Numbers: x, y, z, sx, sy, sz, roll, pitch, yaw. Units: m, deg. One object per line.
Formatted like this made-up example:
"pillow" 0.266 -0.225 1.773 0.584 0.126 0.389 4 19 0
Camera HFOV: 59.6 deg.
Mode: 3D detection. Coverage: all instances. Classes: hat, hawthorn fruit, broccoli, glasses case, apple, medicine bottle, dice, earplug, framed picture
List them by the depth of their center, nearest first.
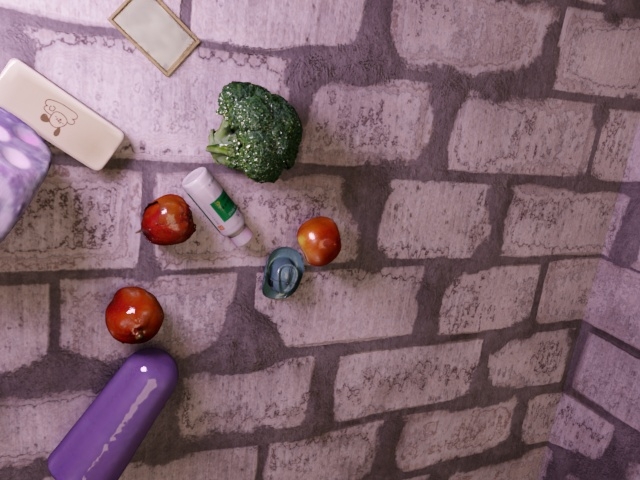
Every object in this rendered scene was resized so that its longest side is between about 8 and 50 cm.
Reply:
"dice" -0.807 -0.152 1.275 0.271 0.270 0.270 35 110 -31
"glasses case" -0.669 -0.316 1.427 0.313 0.070 0.131 37 91 -31
"framed picture" -0.438 -0.557 1.484 0.136 0.010 0.201 -49 121 -3
"broccoli" -0.192 -0.302 1.566 0.275 0.308 0.308 -9 118 19
"hawthorn fruit" -0.446 -0.053 1.595 0.172 0.148 0.148 -16 116 1
"hawthorn fruit" -0.534 0.223 1.620 0.169 0.188 0.169 -13 115 -29
"medicine bottle" -0.302 -0.094 1.669 0.095 0.095 0.260 -39 121 -8
"earplug" -0.604 0.529 1.697 0.215 0.215 0.456 36 88 -31
"apple" 0.000 0.000 1.810 0.139 0.163 0.163 -26 118 -6
"hat" -0.120 0.119 1.842 0.138 0.078 0.191 7 105 -29
